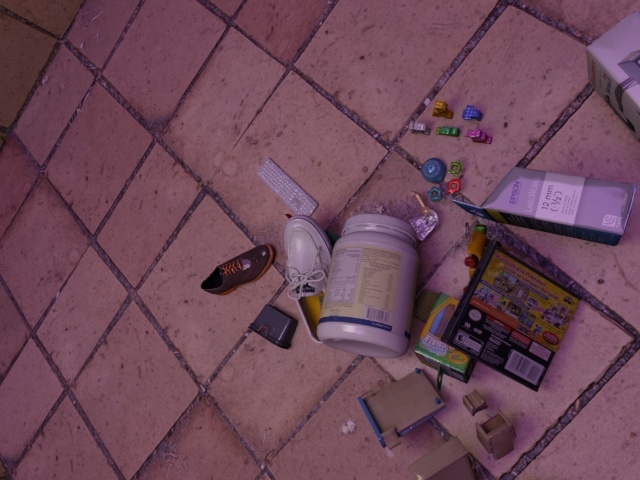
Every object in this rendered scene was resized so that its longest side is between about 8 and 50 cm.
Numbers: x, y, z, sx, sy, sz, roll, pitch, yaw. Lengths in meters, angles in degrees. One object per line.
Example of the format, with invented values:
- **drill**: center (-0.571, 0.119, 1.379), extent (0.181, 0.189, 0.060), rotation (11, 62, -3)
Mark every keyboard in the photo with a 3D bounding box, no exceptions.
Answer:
- **keyboard**: center (-0.110, -0.165, 1.619), extent (0.256, 0.014, 0.072), rotation (45, 104, 24)

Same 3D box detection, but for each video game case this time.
- **video game case**: center (0.443, 0.180, 1.163), extent (0.274, 0.035, 0.249), rotation (29, 86, -14)

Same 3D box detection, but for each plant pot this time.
- **plant pot**: center (0.282, 0.174, 1.346), extent (0.083, 0.083, 0.079), rotation (24, 83, 27)

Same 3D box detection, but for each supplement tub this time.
- **supplement tub**: center (0.131, 0.119, 1.307), extent (0.235, 0.235, 0.325), rotation (1, 66, 27)

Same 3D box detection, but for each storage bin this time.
- **storage bin**: center (-0.142, 0.258, 1.546), extent (0.135, 0.098, 0.091), rotation (25, 85, 27)

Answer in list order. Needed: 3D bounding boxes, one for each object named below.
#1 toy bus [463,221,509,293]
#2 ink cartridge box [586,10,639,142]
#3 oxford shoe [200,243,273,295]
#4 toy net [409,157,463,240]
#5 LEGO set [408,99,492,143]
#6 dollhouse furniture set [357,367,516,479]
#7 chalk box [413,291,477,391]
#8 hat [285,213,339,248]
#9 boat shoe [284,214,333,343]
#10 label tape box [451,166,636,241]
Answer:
- **toy bus**: center (0.413, 0.055, 1.223), extent (0.104, 0.202, 0.191), rotation (3, 90, 27)
- **ink cartridge box**: center (0.719, -0.318, 1.100), extent (0.121, 0.211, 0.289), rotation (-36, 68, 21)
- **oxford shoe**: center (-0.267, 0.098, 1.620), extent (0.271, 0.098, 0.097), rotation (-36, 69, 19)
- **toy net**: center (0.315, -0.110, 1.379), extent (0.121, 0.045, 0.233), rotation (12, 91, 26)
- **LEGO set**: center (0.345, -0.327, 1.358), extent (0.227, 0.093, 0.087), rotation (14, 90, 28)
- **dollhouse furniture set**: center (0.293, 0.478, 1.306), extent (0.286, 0.198, 0.303), rotation (-29, 38, -5)
- **chalk box**: center (0.319, 0.262, 1.246), extent (0.131, 0.132, 0.213), rotation (21, 72, 28)
- **hat**: center (0.000, 0.000, 1.541), extent (0.172, 0.184, 0.209), rotation (-29, 110, 20)
- **boat shoe**: center (-0.035, 0.118, 1.392), extent (0.135, 0.156, 0.368), rotation (-7, 105, 18)
- **label tape box**: center (0.505, -0.086, 1.159), extent (0.347, 0.249, 0.115), rotation (17, 92, 28)
